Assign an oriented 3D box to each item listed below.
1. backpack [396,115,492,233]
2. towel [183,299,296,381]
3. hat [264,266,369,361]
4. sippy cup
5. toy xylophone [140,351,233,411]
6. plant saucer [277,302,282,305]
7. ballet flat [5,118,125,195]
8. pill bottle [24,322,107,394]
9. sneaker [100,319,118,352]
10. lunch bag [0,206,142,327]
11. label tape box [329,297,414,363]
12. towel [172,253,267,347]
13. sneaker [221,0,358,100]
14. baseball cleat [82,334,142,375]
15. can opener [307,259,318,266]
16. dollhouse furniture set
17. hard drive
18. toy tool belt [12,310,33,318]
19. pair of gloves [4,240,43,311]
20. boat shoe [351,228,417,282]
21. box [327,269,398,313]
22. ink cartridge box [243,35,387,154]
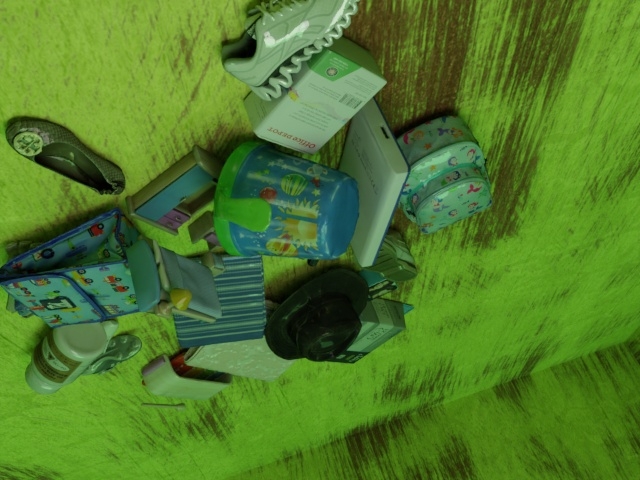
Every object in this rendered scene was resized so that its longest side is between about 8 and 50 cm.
[{"bbox_3d":[0.264,-0.148,1.489,0.225,0.191,0.253,-24,145,7],"label":"backpack"},{"bbox_3d":[-0.181,0.301,1.953,0.331,0.053,0.317,22,126,-37],"label":"towel"},{"bbox_3d":[0.021,0.240,1.834,0.331,0.134,0.332,-19,131,-23],"label":"hat"},{"bbox_3d":[-0.052,-0.063,1.287,0.224,0.305,0.240,12,136,23],"label":"sippy cup"},{"bbox_3d":[-0.433,0.451,2.103,0.236,0.081,0.322,-30,148,15],"label":"toy xylophone"},{"bbox_3d":[-0.143,0.251,2.008,0.240,0.037,0.241,-16,148,-10],"label":"plant saucer"},{"bbox_3d":[-0.443,-0.137,1.182,0.084,0.058,0.250,-31,148,15],"label":"ballet flat"},{"bbox_3d":[-0.645,0.289,1.666,0.131,0.131,0.229,13,136,-43],"label":"pill bottle"},{"bbox_3d":[-0.570,0.262,1.740,0.053,0.061,0.152,14,134,-42],"label":"sneaker"},{"bbox_3d":[-0.502,0.081,1.386,0.293,0.138,0.221,-18,149,1],"label":"lunch bag"},{"bbox_3d":[0.141,0.301,2.190,0.347,0.115,0.249,17,133,-44],"label":"label tape box"},{"bbox_3d":[-0.262,0.155,1.712,0.243,0.040,0.336,-7,134,-10],"label":"towel"},{"bbox_3d":[-0.045,-0.348,1.056,0.118,0.110,0.292,22,129,-38],"label":"sneaker"},{"bbox_3d":[-0.570,0.314,1.834,0.205,0.072,0.109,-21,164,9],"label":"baseball cleat"},{"bbox_3d":[0.000,0.000,1.673,0.073,0.059,0.186,0,144,-31],"label":"can opener"},{"bbox_3d":[-0.214,0.020,1.334,0.198,0.304,0.286,-32,148,20],"label":"dollhouse furniture set"},{"bbox_3d":[0.096,-0.117,1.395,0.040,0.210,0.319,-11,148,-17],"label":"hard drive"},{"bbox_3d":[-0.661,0.142,1.502,0.051,0.052,0.083,2,143,-48],"label":"toy tool belt"},{"bbox_3d":[-0.558,0.063,1.445,0.240,0.042,0.204,-10,142,-30],"label":"pair of gloves"},{"bbox_3d":[0.163,0.023,1.768,0.113,0.103,0.302,-18,153,21],"label":"boat shoe"},{"bbox_3d":[0.103,0.151,1.976,0.244,0.060,0.100,-25,150,6],"label":"box"},{"bbox_3d":[-0.013,-0.268,1.205,0.154,0.093,0.212,14,133,-44],"label":"ink cartridge box"}]
